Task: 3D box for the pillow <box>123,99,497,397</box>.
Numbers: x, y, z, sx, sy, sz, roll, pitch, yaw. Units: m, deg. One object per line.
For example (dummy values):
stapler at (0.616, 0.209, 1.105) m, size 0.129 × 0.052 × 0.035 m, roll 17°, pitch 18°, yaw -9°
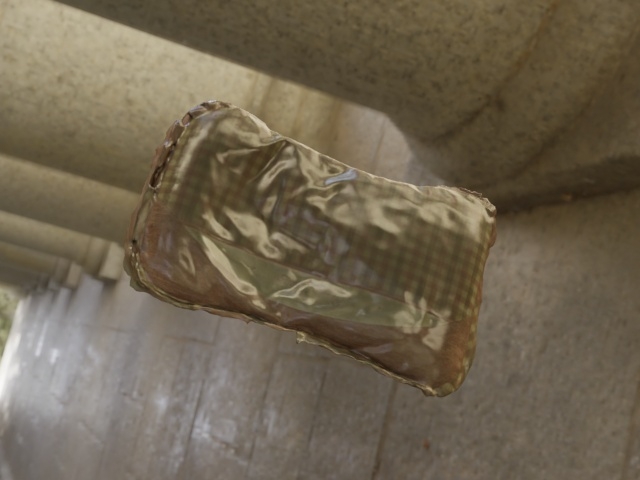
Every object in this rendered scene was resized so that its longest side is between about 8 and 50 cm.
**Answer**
pillow at (-0.001, 0.002, 0.582) m, size 0.034 × 0.211 × 0.135 m, roll 126°, pitch 161°, yaw -66°
